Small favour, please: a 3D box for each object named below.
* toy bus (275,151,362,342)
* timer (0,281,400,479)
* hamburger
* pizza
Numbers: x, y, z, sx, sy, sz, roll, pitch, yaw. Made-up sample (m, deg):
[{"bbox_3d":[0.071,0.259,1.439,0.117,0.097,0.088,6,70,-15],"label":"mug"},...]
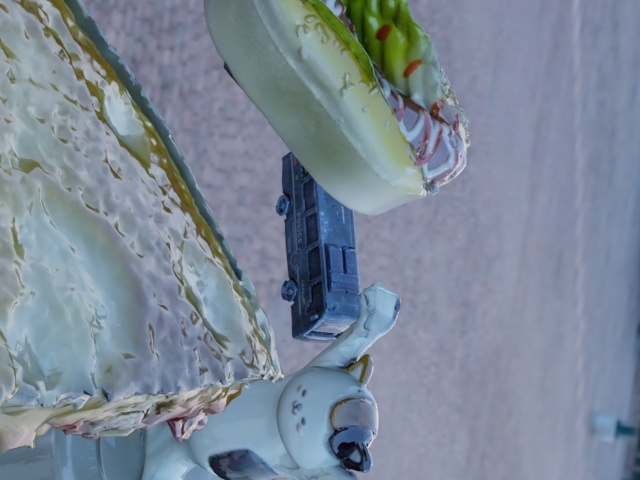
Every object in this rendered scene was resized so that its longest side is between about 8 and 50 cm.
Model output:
[{"bbox_3d":[0.000,0.000,1.242,0.065,0.047,0.165,-30,-121,52],"label":"toy bus"},{"bbox_3d":[-0.061,0.119,0.892,0.175,0.266,0.175,22,60,-45],"label":"timer"},{"bbox_3d":[0.015,-0.114,0.946,0.210,0.116,0.173,52,11,-14],"label":"hamburger"},{"bbox_3d":[-0.200,-0.030,0.549,0.440,0.130,0.406,55,28,-16],"label":"pizza"}]
